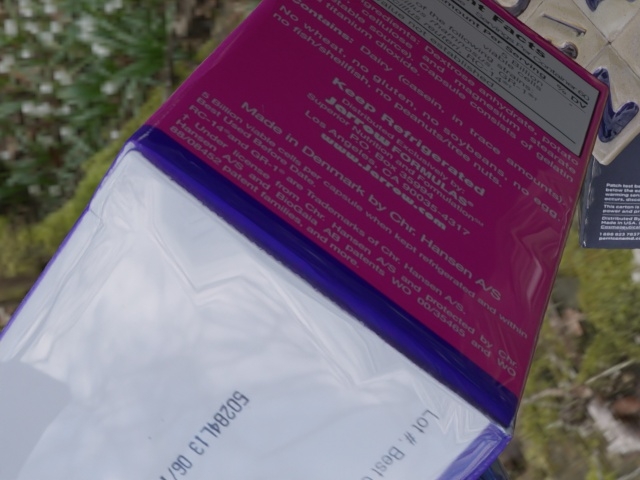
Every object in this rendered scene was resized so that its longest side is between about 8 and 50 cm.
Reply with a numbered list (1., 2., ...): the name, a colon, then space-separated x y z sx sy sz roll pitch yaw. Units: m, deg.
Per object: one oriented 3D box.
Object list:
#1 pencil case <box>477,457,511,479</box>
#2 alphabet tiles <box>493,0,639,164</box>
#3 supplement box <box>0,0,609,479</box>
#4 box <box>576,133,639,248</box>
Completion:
1. pencil case: 0.018 0.103 0.657 0.133 0.119 0.306 -43 63 27
2. alphabet tiles: 0.147 -0.228 1.061 0.285 0.011 0.342 -49 59 25
3. supplement box: 0.000 0.000 0.463 0.114 0.220 0.111 37 119 -2
4. box: 0.320 -0.218 1.424 0.179 0.343 0.312 1 140 3
